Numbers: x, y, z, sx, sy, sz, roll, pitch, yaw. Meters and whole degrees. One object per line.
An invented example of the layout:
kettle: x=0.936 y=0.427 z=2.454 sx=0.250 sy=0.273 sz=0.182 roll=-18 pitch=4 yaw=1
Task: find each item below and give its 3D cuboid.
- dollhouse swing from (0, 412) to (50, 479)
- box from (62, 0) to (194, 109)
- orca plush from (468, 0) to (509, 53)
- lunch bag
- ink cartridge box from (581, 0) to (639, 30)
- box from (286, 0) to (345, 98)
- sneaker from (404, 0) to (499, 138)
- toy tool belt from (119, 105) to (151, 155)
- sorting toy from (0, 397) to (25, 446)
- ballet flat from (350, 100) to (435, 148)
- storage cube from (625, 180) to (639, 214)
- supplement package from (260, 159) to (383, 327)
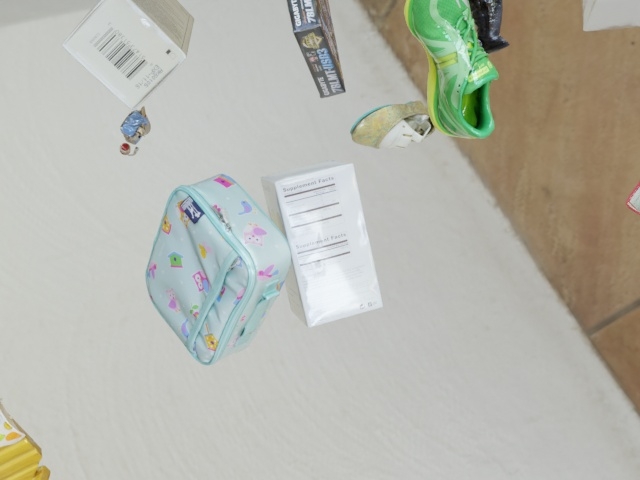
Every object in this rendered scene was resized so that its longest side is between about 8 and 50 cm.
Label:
dollhouse swing: x=-0.691 y=0.504 z=1.631 sx=0.347 sy=0.315 sz=0.305 roll=66 pitch=177 yaw=-40
box: x=-0.296 y=-0.335 z=1.431 sx=0.148 sy=0.121 sz=0.311 roll=43 pitch=-167 yaw=-19
orca plush: x=0.235 y=-0.457 z=1.512 sx=0.151 sy=0.102 sz=0.287 roll=9 pitch=102 yaw=51
lunch bag: x=-0.165 y=0.050 z=1.407 sx=0.224 sy=0.108 sz=0.279 roll=51 pitch=137 yaw=25
ink cartridge box: x=0.528 y=-0.507 z=1.463 sx=0.198 sy=0.197 sz=0.270 roll=25 pitch=-118 yaw=-79
box: x=-0.022 y=-0.518 z=2.021 sx=0.295 sy=0.073 sz=0.293 roll=55 pitch=-156 yaw=-67
sneaker: x=0.212 y=-0.281 z=1.339 sx=0.123 sy=0.109 sz=0.295 roll=31 pitch=151 yaw=46
toy tool belt: x=-0.333 y=-0.196 z=1.592 sx=0.052 sy=0.083 sz=0.051 roll=26 pitch=156 yaw=0
sorting toy: x=-0.567 y=0.326 z=1.546 sx=0.083 sy=0.075 sz=0.045 roll=50 pitch=179 yaw=18
ballet flat: x=0.200 y=-0.282 z=2.255 sx=0.123 sy=0.348 sz=0.123 roll=8 pitch=107 yaw=28
storage cube: x=0.677 y=-0.072 z=1.531 sx=0.215 sy=0.193 sz=0.183 roll=38 pitch=103 yaw=36
supplement package: x=0.000 y=0.000 z=1.488 sx=0.139 sy=0.134 sz=0.244 roll=-154 pitch=50 yaw=-74
